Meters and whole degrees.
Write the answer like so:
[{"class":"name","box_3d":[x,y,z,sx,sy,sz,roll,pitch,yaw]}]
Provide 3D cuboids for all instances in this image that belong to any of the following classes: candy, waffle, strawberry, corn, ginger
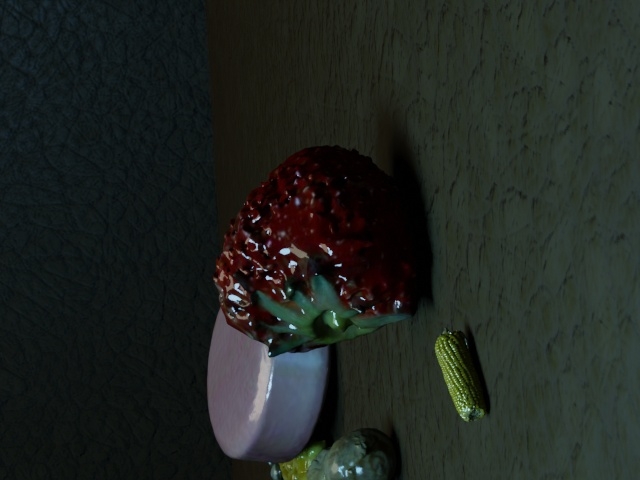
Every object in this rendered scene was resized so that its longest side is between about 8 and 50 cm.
[{"class":"candy","box_3d":[-0.068,0.150,1.979,0.255,0.094,0.255,-172,90,-69]},{"class":"waffle","box_3d":[-0.018,0.316,2.062,0.262,0.060,0.280,122,141,-71]},{"class":"strawberry","box_3d":[0.000,0.000,1.396,0.187,0.184,0.201,107,166,-58]},{"class":"corn","box_3d":[0.108,0.101,1.208,0.027,0.028,0.083,70,-178,-52]},{"class":"ginger","box_3d":[0.033,0.252,1.614,0.104,0.080,0.204,44,153,24]}]
